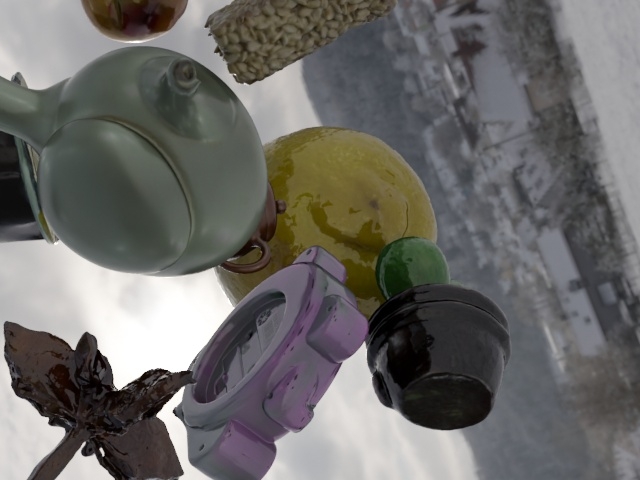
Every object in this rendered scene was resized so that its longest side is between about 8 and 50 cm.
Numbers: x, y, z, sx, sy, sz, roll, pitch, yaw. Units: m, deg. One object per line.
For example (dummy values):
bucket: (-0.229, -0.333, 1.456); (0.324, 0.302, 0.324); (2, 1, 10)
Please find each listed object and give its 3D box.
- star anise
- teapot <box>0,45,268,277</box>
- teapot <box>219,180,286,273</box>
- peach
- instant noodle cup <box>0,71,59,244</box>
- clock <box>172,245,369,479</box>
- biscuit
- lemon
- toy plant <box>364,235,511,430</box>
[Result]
star anise: (-0.175, 0.144, 0.646); (0.144, 0.158, 0.140); (-56, -22, -45)
teapot: (-0.204, -0.070, 0.814); (0.149, 0.318, 0.220); (-49, -37, -57)
teapot: (-0.091, -0.030, 1.054); (0.116, 0.116, 0.173); (59, -169, -48)
peach: (-0.226, -0.311, 1.163); (0.138, 0.138, 0.138); (-21, -90, -81)
instant noodle cup: (-0.442, -0.076, 1.107); (0.215, 0.236, 0.216); (168, 90, -80)
clock: (-0.056, 0.134, 1.063); (0.090, 0.248, 0.227); (38, -168, -22)
biscuit: (-0.017, -0.200, 0.830); (0.070, 0.168, 0.082); (63, -179, -34)
lemon: (0.000, 0.000, 1.366); (0.348, 0.348, 0.348); (-21, -90, -81)
toy plant: (0.144, 0.111, 1.157); (0.218, 0.175, 0.235); (55, -158, -39)
